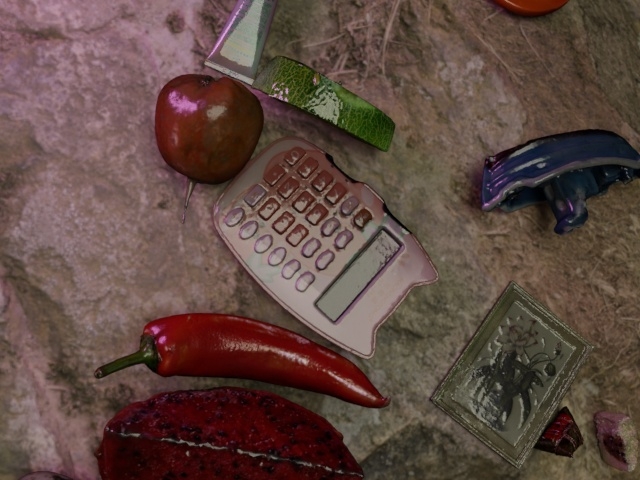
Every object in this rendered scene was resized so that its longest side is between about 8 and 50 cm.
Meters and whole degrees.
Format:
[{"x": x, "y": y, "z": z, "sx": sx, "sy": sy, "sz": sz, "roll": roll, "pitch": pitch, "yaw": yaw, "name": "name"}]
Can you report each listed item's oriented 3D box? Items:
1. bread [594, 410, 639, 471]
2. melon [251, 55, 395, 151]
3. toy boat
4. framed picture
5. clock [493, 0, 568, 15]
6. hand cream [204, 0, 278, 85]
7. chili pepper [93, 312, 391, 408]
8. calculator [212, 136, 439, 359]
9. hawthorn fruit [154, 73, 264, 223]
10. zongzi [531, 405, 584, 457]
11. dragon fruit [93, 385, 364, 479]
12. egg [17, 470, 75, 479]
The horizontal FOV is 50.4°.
[{"x": 0.451, "y": 0.305, "z": 1.038, "sx": 0.035, "sy": 0.070, "sz": 0.083, "roll": -9, "pitch": 91, "yaw": -13, "name": "bread"}, {"x": 0.013, "y": -0.195, "z": 0.974, "sx": 0.209, "sy": 0.118, "sz": 0.064, "roll": 25, "pitch": 92, "yaw": -22, "name": "melon"}, {"x": 0.380, "y": -0.084, "z": 1.034, "sx": 0.308, "sy": 0.129, "sz": 0.143, "roll": -11, "pitch": 72, "yaw": -16, "name": "toy boat"}, {"x": 0.295, "y": 0.201, "z": 1.035, "sx": 0.173, "sy": 0.010, "sz": 0.231, "roll": 37, "pitch": 76, "yaw": -2, "name": "framed picture"}, {"x": 0.339, "y": -0.468, "z": 1.113, "sx": 0.205, "sy": 0.051, "sz": 0.206, "roll": 2, "pitch": 83, "yaw": -12, "name": "clock"}, {"x": -0.103, "y": -0.322, "z": 0.996, "sx": 0.076, "sy": 0.047, "sz": 0.174, "roll": 21, "pitch": 87, "yaw": -11, "name": "hand cream"}, {"x": -0.096, "y": 0.151, "z": 0.889, "sx": 0.368, "sy": 0.137, "sz": 0.092, "roll": 6, "pitch": 105, "yaw": -12, "name": "chili pepper"}, {"x": 0.000, "y": 0.000, "z": 0.979, "sx": 0.329, "sy": 0.048, "sz": 0.220, "roll": 44, "pitch": 77, "yaw": -3, "name": "calculator"}, {"x": -0.161, "y": -0.142, "z": 0.924, "sx": 0.149, "sy": 0.149, "sz": 0.189, "roll": 27, "pitch": 119, "yaw": -9, "name": "hawthorn fruit"}, {"x": 0.364, "y": 0.302, "z": 1.014, "sx": 0.083, "sy": 0.073, "sz": 0.067, "roll": -25, "pitch": 104, "yaw": -15, "name": "zongzi"}, {"x": -0.122, "y": 0.300, "z": 0.871, "sx": 0.316, "sy": 0.152, "sz": 0.205, "roll": 14, "pitch": 110, "yaw": -9, "name": "dragon fruit"}, {"x": -0.308, "y": 0.383, "z": 0.790, "sx": 0.176, "sy": 0.177, "sz": 0.228, "roll": -15, "pitch": 74, "yaw": -15, "name": "egg"}]
